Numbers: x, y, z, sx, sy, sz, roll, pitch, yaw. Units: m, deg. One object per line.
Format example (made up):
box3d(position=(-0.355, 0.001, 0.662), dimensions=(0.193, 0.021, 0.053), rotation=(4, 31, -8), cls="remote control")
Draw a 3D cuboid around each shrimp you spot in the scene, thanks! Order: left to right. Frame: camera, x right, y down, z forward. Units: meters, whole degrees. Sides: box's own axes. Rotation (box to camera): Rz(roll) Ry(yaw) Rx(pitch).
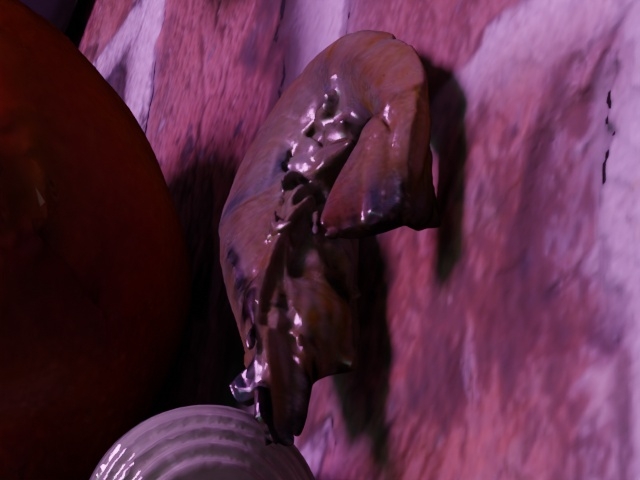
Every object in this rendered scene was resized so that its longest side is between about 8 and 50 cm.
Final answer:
box3d(position=(0.010, -0.013, 0.747), dimensions=(0.145, 0.059, 0.254), rotation=(-50, 21, 20), cls="shrimp")

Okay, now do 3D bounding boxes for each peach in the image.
box3d(position=(-0.229, 0.020, 0.979), dimensions=(0.372, 0.289, 0.373), rotation=(-44, 36, 45), cls="peach")

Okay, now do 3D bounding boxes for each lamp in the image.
box3d(position=(-0.061, 0.124, 0.746), dimensions=(0.193, 0.106, 0.106), rotation=(169, 119, -78), cls="lamp")

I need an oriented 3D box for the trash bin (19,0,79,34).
box3d(position=(-0.318, -0.262, 1.631), dimensions=(0.290, 0.182, 0.209), rotation=(-65, 19, -3), cls="trash bin")
